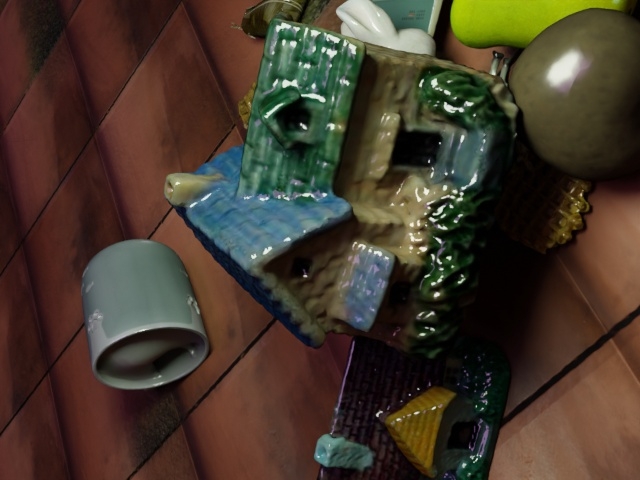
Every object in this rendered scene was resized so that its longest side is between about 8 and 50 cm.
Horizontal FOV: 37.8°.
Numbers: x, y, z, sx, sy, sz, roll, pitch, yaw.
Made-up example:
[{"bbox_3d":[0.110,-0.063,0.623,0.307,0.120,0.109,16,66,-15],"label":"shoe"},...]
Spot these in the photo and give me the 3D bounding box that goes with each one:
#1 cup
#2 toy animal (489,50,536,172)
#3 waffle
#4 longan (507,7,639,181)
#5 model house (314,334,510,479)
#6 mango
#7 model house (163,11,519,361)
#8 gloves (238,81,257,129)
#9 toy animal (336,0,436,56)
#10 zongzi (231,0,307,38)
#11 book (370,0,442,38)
[{"bbox_3d":[-0.416,0.189,2.172,0.357,0.259,0.274,103,153,-52],"label":"cup"},{"bbox_3d":[0.316,-0.216,1.532,0.217,0.073,0.176,-136,57,-67],"label":"toy animal"},{"bbox_3d":[0.353,-0.071,1.498,0.191,0.038,0.191,-17,66,45],"label":"waffle"},{"bbox_3d":[0.390,-0.212,1.344,0.246,0.246,0.215,-23,36,43],"label":"longan"},{"bbox_3d":[0.125,0.273,1.503,0.230,0.249,0.280,12,89,48],"label":"model house"},{"bbox_3d":[0.345,-0.375,1.465,0.293,0.143,0.175,-1,112,28],"label":"mango"},{"bbox_3d":[0.004,-0.085,1.386,0.395,0.400,0.445,43,120,56],"label":"model house"},{"bbox_3d":[-0.045,-0.288,1.917,0.356,0.155,0.203,-19,63,48],"label":"gloves"},{"bbox_3d":[0.117,-0.263,1.677,0.183,0.247,0.310,-67,-7,-68],"label":"toy animal"},{"bbox_3d":[-0.095,-0.540,2.109,0.187,0.084,0.184,19,80,53],"label":"zongzi"},{"bbox_3d":[0.167,-0.566,1.771,0.264,0.031,0.379,18,96,55],"label":"book"}]
